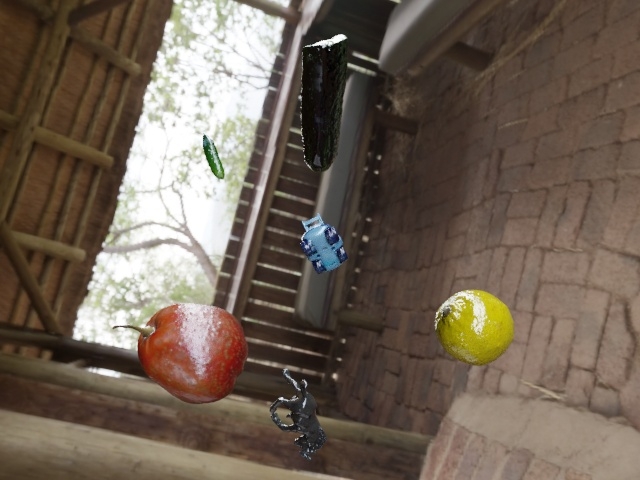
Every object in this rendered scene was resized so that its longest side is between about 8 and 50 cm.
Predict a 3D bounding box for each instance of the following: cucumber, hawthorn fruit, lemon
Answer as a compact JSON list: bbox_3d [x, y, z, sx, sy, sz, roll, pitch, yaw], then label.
[{"bbox_3d":[0.002,-0.217,0.971,0.074,0.074,0.242,-90,3,-53],"label":"cucumber"},{"bbox_3d":[-0.287,-0.227,1.545,0.155,0.037,0.037,66,153,21],"label":"cucumber"},{"bbox_3d":[-0.214,0.157,0.886,0.163,0.203,0.163,-51,19,25],"label":"hawthorn fruit"},{"bbox_3d":[0.223,0.126,0.853,0.109,0.133,0.109,-34,37,30],"label":"lemon"}]

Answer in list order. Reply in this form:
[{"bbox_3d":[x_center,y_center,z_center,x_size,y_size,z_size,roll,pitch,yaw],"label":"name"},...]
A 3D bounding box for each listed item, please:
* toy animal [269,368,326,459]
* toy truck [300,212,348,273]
[{"bbox_3d":[-0.048,0.433,1.476,0.084,0.148,0.233,-31,-55,-49],"label":"toy animal"},{"bbox_3d":[0.000,0.000,0.859,0.073,0.056,0.090,63,-179,-30],"label":"toy truck"}]
